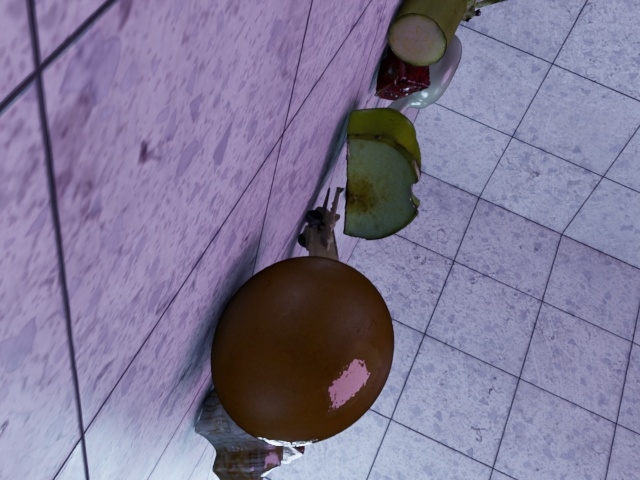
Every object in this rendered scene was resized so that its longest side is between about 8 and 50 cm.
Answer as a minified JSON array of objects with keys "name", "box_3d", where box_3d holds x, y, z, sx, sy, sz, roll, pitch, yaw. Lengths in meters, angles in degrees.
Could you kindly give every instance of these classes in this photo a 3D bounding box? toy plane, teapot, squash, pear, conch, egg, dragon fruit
[{"name":"toy plane","box_3d":[0.000,0.000,1.749,0.244,0.092,0.229,-82,-168,-49]},{"name":"teapot","box_3d":[0.254,-0.414,2.132,0.318,0.149,0.220,-64,-179,-22]},{"name":"squash","box_3d":[0.244,-0.499,1.763,0.132,0.132,0.247,108,8,-52]},{"name":"pear","box_3d":[0.134,-0.167,1.745,0.292,0.159,0.292,2,90,-88]},{"name":"conch","box_3d":[-0.158,0.331,1.534,0.203,0.169,0.386,173,-91,-70]},{"name":"egg","box_3d":[-0.027,0.174,1.293,0.351,0.282,0.283,-54,168,-61]},{"name":"dragon fruit","box_3d":[0.174,-0.405,1.847,0.127,0.120,0.161,13,74,-45]}]

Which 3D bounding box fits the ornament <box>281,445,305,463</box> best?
[{"name":"ornament","box_3d":[-0.114,0.439,2.113,0.218,0.221,0.235,-65,150,-42]}]

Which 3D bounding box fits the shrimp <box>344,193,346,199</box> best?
[{"name":"shrimp","box_3d":[0.131,-0.219,2.392,0.251,0.052,0.143,-55,-178,-20]}]

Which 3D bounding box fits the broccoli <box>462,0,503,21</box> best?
[{"name":"broccoli","box_3d":[0.419,-0.668,2.077,0.247,0.243,0.263,81,27,-57]}]
